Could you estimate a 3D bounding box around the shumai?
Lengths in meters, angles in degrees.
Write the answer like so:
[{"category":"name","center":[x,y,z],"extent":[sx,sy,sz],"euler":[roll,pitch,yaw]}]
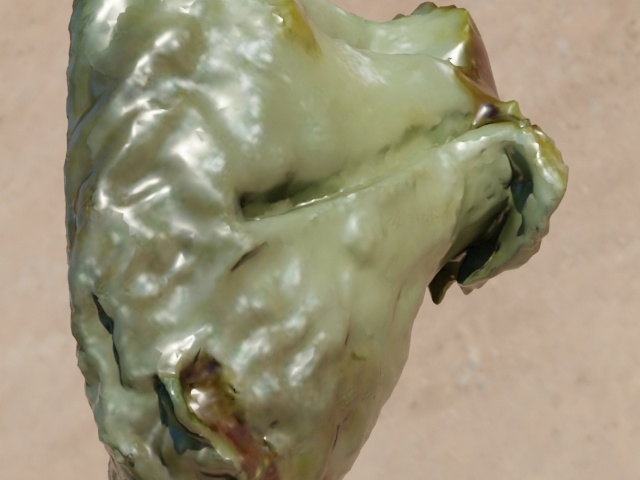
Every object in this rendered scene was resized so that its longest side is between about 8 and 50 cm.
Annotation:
[{"category":"shumai","center":[0.001,0.006,0.540],"extent":[0.142,0.184,0.184],"euler":[-5,37,-2]}]
